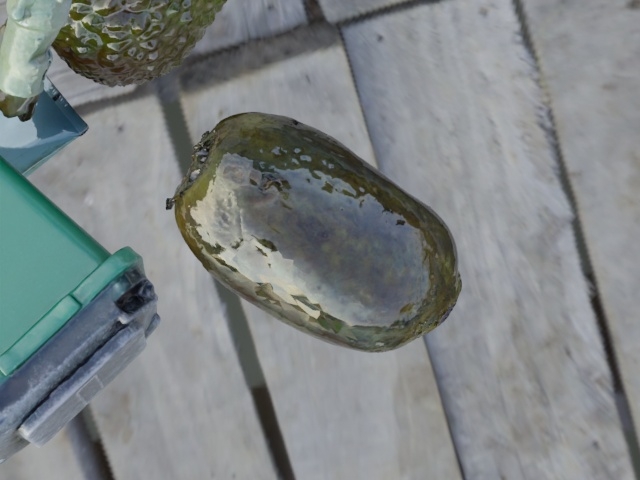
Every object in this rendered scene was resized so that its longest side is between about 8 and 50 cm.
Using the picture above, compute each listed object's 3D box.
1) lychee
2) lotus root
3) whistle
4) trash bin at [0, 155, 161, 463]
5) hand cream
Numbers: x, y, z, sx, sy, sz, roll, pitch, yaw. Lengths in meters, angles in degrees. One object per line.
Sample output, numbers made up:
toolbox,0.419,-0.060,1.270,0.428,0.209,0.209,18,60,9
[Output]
lychee,-0.227,-0.290,1.673,0.320,0.270,0.270,-15,101,13
lotus root,0.000,0.000,1.404,0.275,0.152,0.160,28,133,-16
whistle,-0.234,-0.238,1.326,0.067,0.126,0.258,28,125,10
trash bin,-0.385,0.036,1.620,0.295,0.259,0.381,-44,84,-11
hand cream,-0.412,-0.069,1.790,0.312,0.070,0.111,-39,77,5
